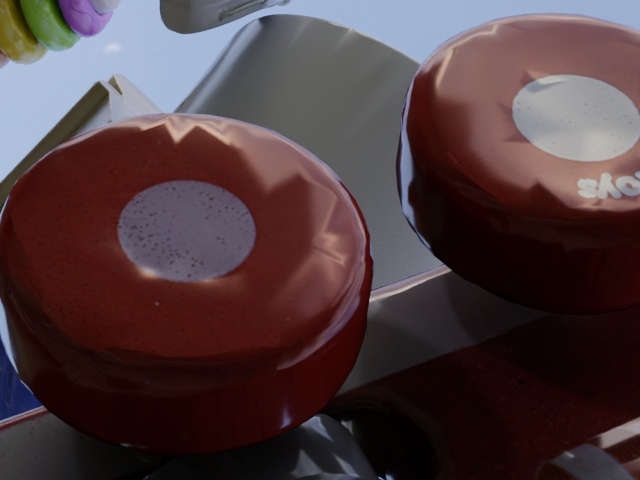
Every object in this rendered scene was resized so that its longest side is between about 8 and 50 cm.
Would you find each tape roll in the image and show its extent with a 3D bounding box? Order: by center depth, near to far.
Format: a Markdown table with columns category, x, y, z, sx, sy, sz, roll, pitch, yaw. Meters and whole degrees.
| category | x | y | z | sx | sy | sz | roll | pitch | yaw |
| --- | --- | --- | --- | --- | --- | --- | --- | --- | --- |
| tape roll | 0.000 | 0.000 | 1.030 | 0.246 | 0.169 | 0.246 | 31 | -21 | 14 |

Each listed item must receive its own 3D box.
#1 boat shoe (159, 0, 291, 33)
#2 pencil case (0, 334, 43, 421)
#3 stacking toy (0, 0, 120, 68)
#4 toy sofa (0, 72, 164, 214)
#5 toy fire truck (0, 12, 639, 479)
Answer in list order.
| category | x | y | z | sx | sy | sz | roll | pitch | yaw |
| --- | --- | --- | --- | --- | --- | --- | --- | --- | --- |
| boat shoe | -0.038 | -0.185 | 1.030 | 0.083 | 0.226 | 0.076 | 27 | -60 | 24 |
| pencil case | -0.314 | 0.152 | 1.611 | 0.306 | 0.119 | 0.133 | -17 | -106 | 34 |
| stacking toy | -0.227 | -0.213 | 1.351 | 0.302 | 0.166 | 0.175 | -6 | -81 | 13 |
| toy sofa | -0.102 | 0.034 | 1.401 | 0.362 | 0.177 | 0.150 | 41 | -80 | -21 |
| toy fire truck | 0.047 | 0.089 | 0.455 | 0.254 | 0.302 | 0.169 | 53 | -29 | 36 |
